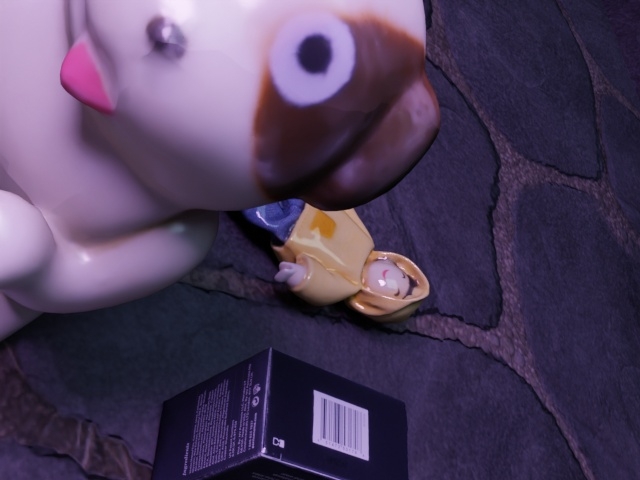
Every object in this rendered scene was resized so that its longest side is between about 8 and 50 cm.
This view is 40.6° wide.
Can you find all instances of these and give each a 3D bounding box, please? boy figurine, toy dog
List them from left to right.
[{"bbox_3d":[-0.113,-0.089,0.576,0.395,0.407,0.285,-12,89,-42],"label":"toy dog"},{"bbox_3d":[0.000,0.000,0.946,0.285,0.092,0.177,43,38,-13],"label":"boy figurine"}]

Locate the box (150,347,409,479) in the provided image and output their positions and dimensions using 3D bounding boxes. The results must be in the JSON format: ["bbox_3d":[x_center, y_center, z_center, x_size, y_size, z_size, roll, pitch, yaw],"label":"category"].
[{"bbox_3d":[-0.034,0.177,0.733,0.156,0.158,0.093,28,48,-33],"label":"box"}]
